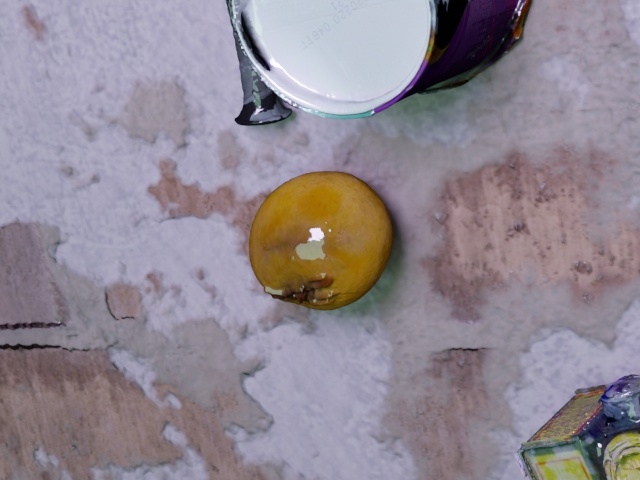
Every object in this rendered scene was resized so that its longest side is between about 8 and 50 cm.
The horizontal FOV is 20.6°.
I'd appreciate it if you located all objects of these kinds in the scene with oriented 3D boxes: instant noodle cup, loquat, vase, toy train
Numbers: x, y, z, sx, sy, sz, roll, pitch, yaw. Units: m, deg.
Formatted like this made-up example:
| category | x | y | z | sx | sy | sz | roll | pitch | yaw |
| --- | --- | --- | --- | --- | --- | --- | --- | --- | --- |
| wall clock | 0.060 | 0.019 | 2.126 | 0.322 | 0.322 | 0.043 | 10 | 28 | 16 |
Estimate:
| category | x | y | z | sx | sy | sz | roll | pitch | yaw |
| --- | --- | --- | --- | --- | --- | --- | --- | --- | --- |
| instant noodle cup | 0.043 | -0.224 | 1.555 | 0.251 | 0.190 | 0.251 | 10 | 115 | 22 |
| loquat | 0.000 | 0.000 | 1.704 | 0.141 | 0.141 | 0.141 | 10 | 114 | 22 |
| vase | -0.065 | -0.195 | 1.698 | 0.059 | 0.059 | 0.167 | 3 | 112 | 25 |
| toy train | 0.312 | 0.247 | 1.654 | 0.177 | 0.134 | 0.261 | -17 | 102 | 44 |
